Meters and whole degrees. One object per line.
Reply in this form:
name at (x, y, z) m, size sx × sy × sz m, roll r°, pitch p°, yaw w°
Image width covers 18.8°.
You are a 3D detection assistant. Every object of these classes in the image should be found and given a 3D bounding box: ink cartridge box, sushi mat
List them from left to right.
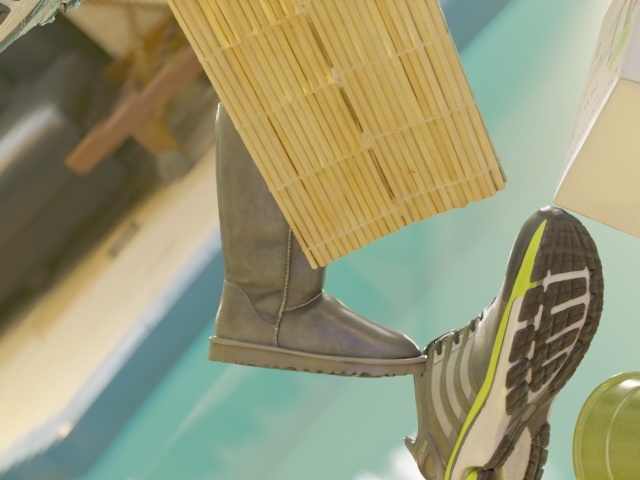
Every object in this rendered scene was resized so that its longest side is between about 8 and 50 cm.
sushi mat at (0.013, -0.105, 1.234) m, size 0.151 × 0.316 × 0.019 m, roll -21°, pitch 48°, yaw 6°
ink cartridge box at (0.367, -0.151, 1.857) m, size 0.198 × 0.197 × 0.270 m, roll 112°, pitch 179°, yaw -51°

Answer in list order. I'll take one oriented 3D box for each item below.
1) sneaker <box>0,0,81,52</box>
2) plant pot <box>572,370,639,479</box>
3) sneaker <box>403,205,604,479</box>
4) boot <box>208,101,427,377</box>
sneaker at (-0.180, -0.200, 1.360) m, size 0.110 × 0.122 × 0.283 m, roll 31°, pitch 81°, yaw 39°
plant pot at (0.180, 0.104, 0.945) m, size 0.083 × 0.083 × 0.079 m, roll -57°, pitch 22°, yaw -23°
sneaker at (0.137, 0.098, 1.599) m, size 0.121 × 0.111 × 0.300 m, roll 38°, pitch 123°, yaw 35°
boot at (0.001, 0.000, 1.517) m, size 0.076 × 0.189 × 0.208 m, roll 161°, pitch 116°, yaw -78°
